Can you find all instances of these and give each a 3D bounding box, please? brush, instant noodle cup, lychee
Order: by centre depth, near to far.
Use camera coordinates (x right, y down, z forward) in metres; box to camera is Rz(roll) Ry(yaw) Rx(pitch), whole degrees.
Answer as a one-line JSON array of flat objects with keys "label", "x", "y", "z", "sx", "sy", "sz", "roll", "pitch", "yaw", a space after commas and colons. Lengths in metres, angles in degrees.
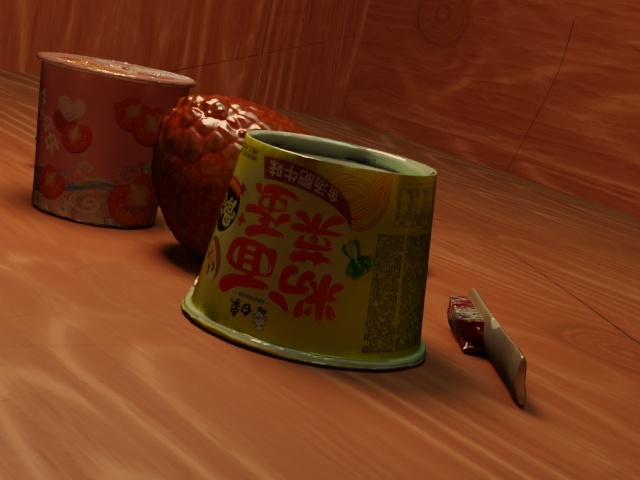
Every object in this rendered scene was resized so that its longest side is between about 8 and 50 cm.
[{"label": "instant noodle cup", "x": 0.000, "y": 0.000, "z": 1.493, "sx": 0.311, "sy": 0.221, "sz": 0.311, "roll": 12, "pitch": 10, "yaw": -2}, {"label": "brush", "x": 0.198, "y": 0.122, "z": 1.520, "sx": 0.050, "sy": 0.060, "sz": 0.321, "roll": -2, "pitch": 11, "yaw": -4}, {"label": "lychee", "x": -0.105, "y": -0.071, "z": 1.750, "sx": 0.300, "sy": 0.255, "sz": 0.255, "roll": 45, "pitch": -8, "yaw": -32}, {"label": "instant noodle cup", "x": -0.328, "y": -0.153, "z": 1.905, "sx": 0.243, "sy": 0.231, "sz": 0.243, "roll": 12, "pitch": 10, "yaw": -2}]

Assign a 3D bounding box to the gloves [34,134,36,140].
[{"label": "gloves", "x": -0.412, "y": -0.170, "z": 2.263, "sx": 0.140, "sy": 0.131, "sz": 0.219, "roll": 20, "pitch": 44, "yaw": 30}]
